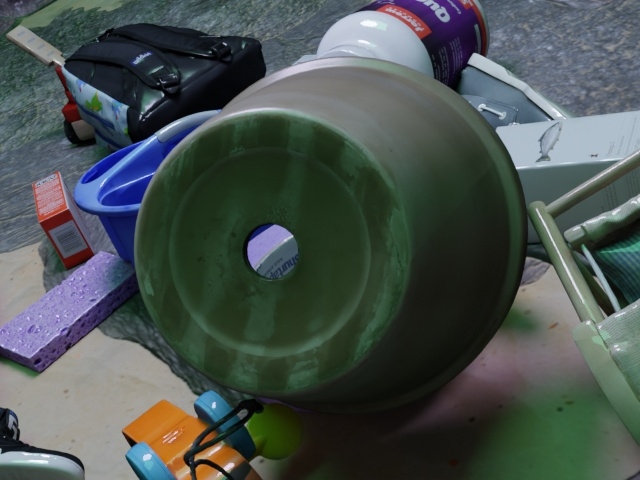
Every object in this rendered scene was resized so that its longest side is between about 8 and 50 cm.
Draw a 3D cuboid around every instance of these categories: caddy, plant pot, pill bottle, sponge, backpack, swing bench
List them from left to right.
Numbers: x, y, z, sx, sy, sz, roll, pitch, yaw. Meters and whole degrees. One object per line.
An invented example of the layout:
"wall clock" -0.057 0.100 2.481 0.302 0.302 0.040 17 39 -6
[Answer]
"sponge" -0.341 0.091 1.235 0.117 0.031 0.210 11 44 43
"backpack" -0.304 -0.268 1.606 0.356 0.273 0.290 31 58 28
"caddy" -0.159 -0.085 1.221 0.341 0.179 0.241 -25 29 -20
"plant pot" 0.000 0.000 0.708 0.323 0.323 0.280 -15 -1 13
"pill bottle" 0.113 -0.264 1.311 0.182 0.181 0.323 0 26 33
"swing bench" 0.329 0.023 0.699 0.253 0.165 0.254 -35 25 20

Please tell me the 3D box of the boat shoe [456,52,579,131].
"boat shoe" 0.269 -0.151 1.188 0.099 0.116 0.319 -56 33 15

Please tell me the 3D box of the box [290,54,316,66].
"box" -0.011 -0.258 1.538 0.126 0.072 0.137 8 42 42

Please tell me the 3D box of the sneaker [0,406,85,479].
"sneaker" -0.336 0.225 0.968 0.217 0.079 0.121 -12 33 19

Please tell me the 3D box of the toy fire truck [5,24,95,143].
"toy fire truck" -0.491 -0.345 1.817 0.159 0.246 0.217 -11 32 17

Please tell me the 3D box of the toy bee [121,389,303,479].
"toy bee" -0.095 0.226 0.773 0.195 0.162 0.298 -32 6 -2

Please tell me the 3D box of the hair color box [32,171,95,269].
"hair color box" -0.408 -0.034 1.419 0.053 0.093 0.167 -26 30 -7

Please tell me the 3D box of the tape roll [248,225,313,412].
"tape roll" 0.019 0.061 0.991 0.275 0.090 0.274 -16 30 10

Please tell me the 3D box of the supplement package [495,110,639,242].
"supplement package" 0.284 -0.069 1.009 0.179 0.105 0.105 -4 36 30
